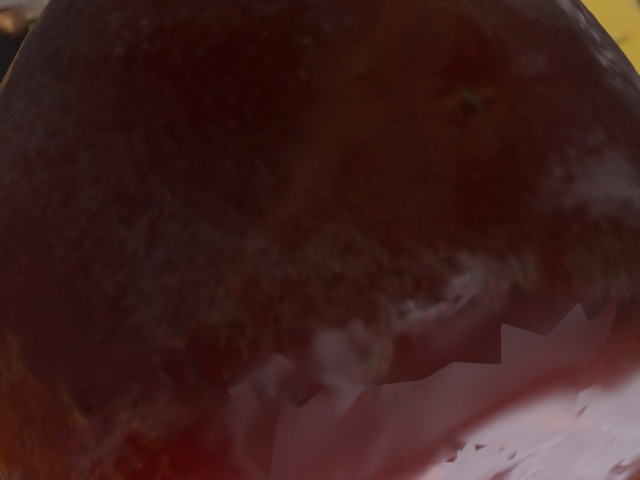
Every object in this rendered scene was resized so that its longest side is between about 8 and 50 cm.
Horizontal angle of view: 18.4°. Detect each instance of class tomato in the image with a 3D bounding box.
[{"bbox_3d":[0.000,0.000,0.450,0.187,0.187,0.151,-10,164,-24],"label":"tomato"}]
